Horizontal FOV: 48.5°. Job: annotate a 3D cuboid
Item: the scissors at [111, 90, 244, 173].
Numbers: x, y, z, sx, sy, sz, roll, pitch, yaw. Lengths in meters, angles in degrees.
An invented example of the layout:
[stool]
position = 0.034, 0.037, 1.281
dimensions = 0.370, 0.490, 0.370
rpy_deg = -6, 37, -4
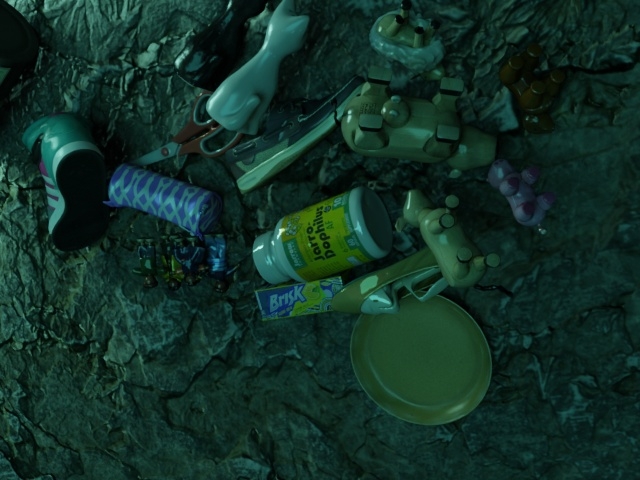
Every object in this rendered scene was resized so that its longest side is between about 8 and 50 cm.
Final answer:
[scissors]
position = -0.256, -0.154, 1.256
dimensions = 0.297, 0.021, 0.109
rpy_deg = -32, 91, 26

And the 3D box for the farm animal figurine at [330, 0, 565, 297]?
[farm animal figurine]
position = 0.166, -0.122, 0.981
dimensions = 0.327, 0.172, 0.330
rpy_deg = 26, 77, 5

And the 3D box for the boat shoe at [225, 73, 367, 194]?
[boat shoe]
position = -0.045, -0.177, 1.118
dimensions = 0.285, 0.103, 0.092
rpy_deg = -34, 94, 33

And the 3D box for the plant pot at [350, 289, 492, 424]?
[plant pot]
position = 0.165, 0.189, 1.168
dimensions = 0.236, 0.032, 0.236
rpy_deg = 7, 108, 21

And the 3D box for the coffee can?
[coffee can]
position = -0.673, -0.303, 1.291
dimensions = 0.275, 0.201, 0.201
rpy_deg = -43, 86, 27

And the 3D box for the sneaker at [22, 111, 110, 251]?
[sneaker]
position = -0.470, -0.124, 1.303
dimensions = 0.178, 0.124, 0.295
rpy_deg = 61, 147, 27

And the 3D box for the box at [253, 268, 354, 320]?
[box]
position = -0.025, 0.092, 1.208
dimensions = 0.169, 0.054, 0.059
rpy_deg = -11, 100, 26

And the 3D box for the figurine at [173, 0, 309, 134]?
[figurine]
position = -0.113, -0.296, 1.084
dimensions = 0.209, 0.092, 0.215
rpy_deg = -55, 50, 20

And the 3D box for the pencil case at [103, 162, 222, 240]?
[pencil case]
position = -0.273, -0.070, 1.249
dimensions = 0.206, 0.086, 0.088
rpy_deg = 20, 85, 18

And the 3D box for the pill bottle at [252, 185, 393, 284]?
[pill bottle]
position = 0.000, 0.000, 1.136
dimensions = 0.208, 0.117, 0.117
rpy_deg = -20, 96, 27

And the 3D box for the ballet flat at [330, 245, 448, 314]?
[ballet flat]
position = 0.124, 0.070, 1.094
dimensions = 0.232, 0.080, 0.073
rpy_deg = -29, 54, 11

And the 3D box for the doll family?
[doll family]
position = -0.241, 0.045, 1.278
dimensions = 0.193, 0.076, 0.111
rpy_deg = -1, 99, 20
